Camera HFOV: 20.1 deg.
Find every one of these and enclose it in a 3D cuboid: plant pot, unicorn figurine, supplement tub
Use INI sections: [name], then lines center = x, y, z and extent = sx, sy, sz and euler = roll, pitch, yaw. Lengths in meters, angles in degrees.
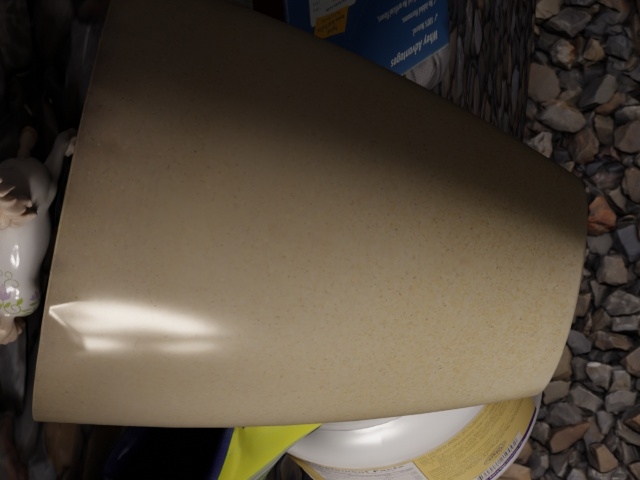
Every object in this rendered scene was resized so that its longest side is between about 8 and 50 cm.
[plant pot]
center = 0.000, 0.000, 1.008
extent = 0.256, 0.274, 0.256
euler = -169, -90, -86
[unicorn figurine]
center = -0.161, -0.016, 0.939
extent = 0.111, 0.060, 0.161
euler = -73, 158, -59
[supplement tub]
center = 0.045, 0.077, 1.436
extent = 0.331, 0.241, 0.241
euler = 56, 39, -68

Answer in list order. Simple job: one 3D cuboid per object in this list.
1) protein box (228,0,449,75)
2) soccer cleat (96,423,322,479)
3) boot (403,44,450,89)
[protein box]
center = -0.023, -0.200, 1.197
extent = 0.200, 0.136, 0.201
euler = -37, 132, -46
[soccer cleat]
center = -0.040, 0.089, 1.195
extent = 0.289, 0.093, 0.121
euler = -50, 156, -20
[boot]
center = 0.002, -0.205, 1.431
extent = 0.258, 0.095, 0.123
euler = 56, 50, -14
